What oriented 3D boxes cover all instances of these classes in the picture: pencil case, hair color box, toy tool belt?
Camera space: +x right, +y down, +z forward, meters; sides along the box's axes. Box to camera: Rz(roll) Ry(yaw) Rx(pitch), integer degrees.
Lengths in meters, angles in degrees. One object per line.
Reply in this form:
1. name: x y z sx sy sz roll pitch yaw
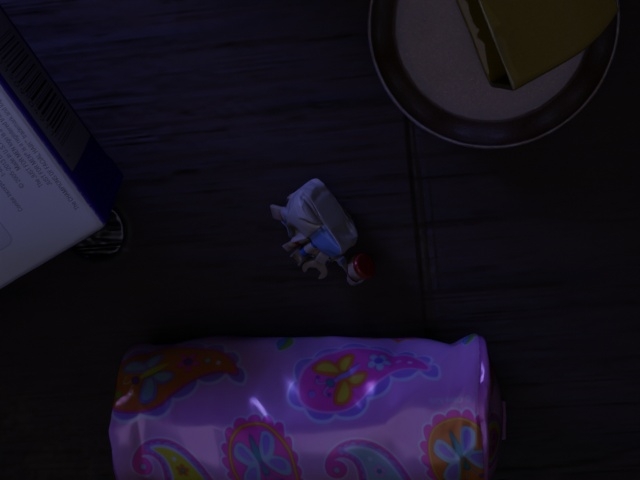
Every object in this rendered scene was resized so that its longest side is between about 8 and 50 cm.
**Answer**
1. pencil case: -0.007 0.128 0.796 0.284 0.124 0.124 -3 104 8
2. hair color box: -0.325 -0.016 0.728 0.339 0.110 0.185 -30 110 8
3. toy tool belt: 0.000 0.000 0.801 0.051 0.052 0.083 -31 96 46

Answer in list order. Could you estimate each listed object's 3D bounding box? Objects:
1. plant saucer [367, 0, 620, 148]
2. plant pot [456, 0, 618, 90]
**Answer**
1. plant saucer: 0.117 -0.148 0.752 0.168 0.029 0.168 2 105 7
2. plant pot: 0.138 -0.149 0.695 0.083 0.081 0.081 -23 100 2
